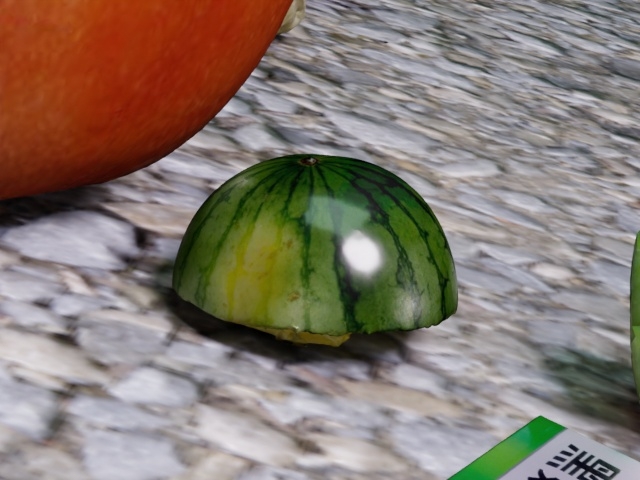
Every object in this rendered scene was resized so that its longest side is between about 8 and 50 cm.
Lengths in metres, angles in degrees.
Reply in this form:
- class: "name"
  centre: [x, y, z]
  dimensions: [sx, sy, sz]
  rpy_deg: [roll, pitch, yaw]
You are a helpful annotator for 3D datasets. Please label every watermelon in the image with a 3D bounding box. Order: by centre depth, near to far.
- class: "watermelon"
  centre: [0.000, 0.000, 0.656]
  dimensions: [0.105, 0.062, 0.105]
  rpy_deg: [6, 15, -2]

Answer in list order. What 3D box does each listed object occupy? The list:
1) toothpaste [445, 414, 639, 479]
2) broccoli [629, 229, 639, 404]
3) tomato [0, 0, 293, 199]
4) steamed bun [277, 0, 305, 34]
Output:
- class: "toothpaste"
  centre: [0.036, 0.092, 0.471]
  dimensions: [0.043, 0.037, 0.178]
  rpy_deg: [22, 22, 24]
- class: "broccoli"
  centre: [0.235, 0.008, 0.607]
  dimensions: [0.269, 0.254, 0.269]
  rpy_deg: [-10, 3, 0]
- class: "tomato"
  centre: [-0.167, -0.170, 0.689]
  dimensions: [0.341, 0.273, 0.341]
  rpy_deg: [13, 20, -5]
- class: "steamed bun"
  centre: [-0.040, -0.192, 0.973]
  dimensions: [0.106, 0.177, 0.192]
  rpy_deg: [11, 18, 5]
